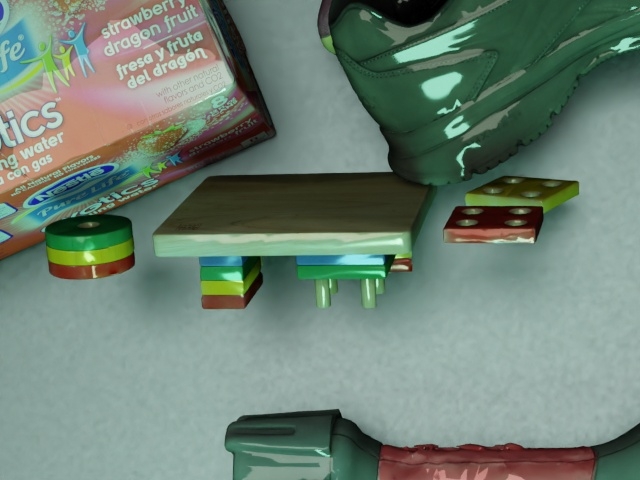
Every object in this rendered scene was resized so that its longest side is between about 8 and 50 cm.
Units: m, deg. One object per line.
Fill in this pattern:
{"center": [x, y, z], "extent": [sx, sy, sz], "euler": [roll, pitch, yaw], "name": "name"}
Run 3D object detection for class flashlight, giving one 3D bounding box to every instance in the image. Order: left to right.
{"center": [0.103, 0.124, 0.957], "extent": [0.304, 0.103, 0.103], "euler": [0, 83, 8], "name": "flashlight"}

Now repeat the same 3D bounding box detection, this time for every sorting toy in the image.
{"center": [0.000, 0.000, 0.983], "extent": [0.275, 0.132, 0.046], "euler": [-1, 105, 10], "name": "sorting toy"}

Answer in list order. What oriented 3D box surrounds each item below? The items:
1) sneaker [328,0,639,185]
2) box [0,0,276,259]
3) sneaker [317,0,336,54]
{"center": [0.132, -0.153, 0.969], "extent": [0.286, 0.109, 0.130], "euler": [-37, 114, 0], "name": "sneaker"}
{"center": [-0.169, -0.072, 1.013], "extent": [0.257, 0.128, 0.122], "euler": [-24, 79, 5], "name": "box"}
{"center": [0.039, -0.193, 1.039], "extent": [0.084, 0.069, 0.185], "euler": [30, 87, 29], "name": "sneaker"}
